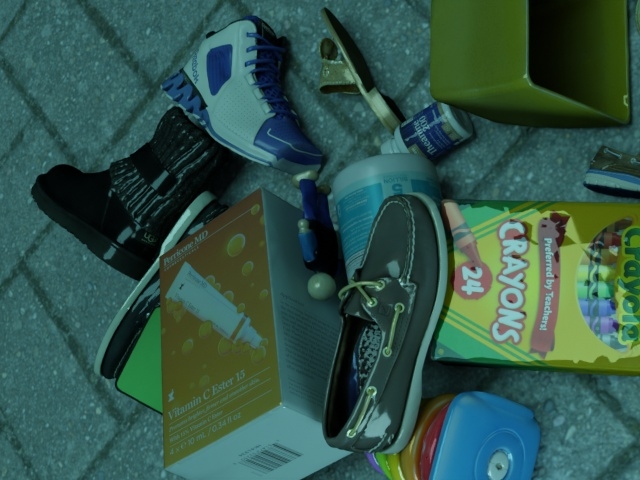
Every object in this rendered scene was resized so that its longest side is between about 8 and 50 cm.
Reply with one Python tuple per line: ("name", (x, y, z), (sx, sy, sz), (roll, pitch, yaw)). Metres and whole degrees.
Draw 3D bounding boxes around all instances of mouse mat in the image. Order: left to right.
("mouse mat", (-0.195, 0.200, 1.809), (0.190, 0.007, 0.152), (29, 100, 1))

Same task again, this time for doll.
("doll", (0.000, 0.000, 1.636), (0.046, 0.129, 0.189), (-22, 49, 20))

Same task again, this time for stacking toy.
("stacking toy", (0.120, 0.262, 1.571), (0.302, 0.175, 0.165), (5, 75, 50))

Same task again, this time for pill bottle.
("pill bottle", (0.105, 0.027, 1.621), (0.146, 0.146, 0.264), (-21, 68, 30))
("pill bottle", (0.145, -0.144, 1.683), (0.120, 0.067, 0.067), (-32, 62, 26))

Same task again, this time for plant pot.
("plant pot", (0.256, -0.251, 1.558), (0.187, 0.212, 0.212), (-13, 71, 46))

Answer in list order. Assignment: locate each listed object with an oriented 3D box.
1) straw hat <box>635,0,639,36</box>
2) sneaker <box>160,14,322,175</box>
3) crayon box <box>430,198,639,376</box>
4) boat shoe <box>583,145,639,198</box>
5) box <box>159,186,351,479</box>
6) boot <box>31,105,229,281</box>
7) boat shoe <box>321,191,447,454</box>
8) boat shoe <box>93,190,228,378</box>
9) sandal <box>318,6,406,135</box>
("straw hat", (0.449, -0.298, 1.510), (0.145, 0.061, 0.144), (-9, 74, 34))
("sneaker", (-0.106, -0.238, 1.847), (0.315, 0.127, 0.182), (39, 104, 37))
("crayon box", (0.300, 0.056, 1.464), (0.319, 0.081, 0.202), (1, 79, 16))
("boat shoe", (0.409, -0.083, 1.482), (0.183, 0.066, 0.066), (13, 85, 37))
("box", (-0.085, 0.141, 1.642), (0.215, 0.168, 0.345), (-33, 46, 29))
("boot", (-0.304, -0.110, 1.952), (0.348, 0.131, 0.260), (34, 94, 43))
("boat shoe", (0.071, 0.097, 1.471), (0.117, 0.097, 0.324), (12, 93, 54))
("boat shoe", (-0.222, 0.093, 1.859), (0.113, 0.127, 0.340), (35, 97, 6))
("sandal", (0.034, -0.232, 1.771), (0.079, 0.088, 0.240), (-38, 64, 15))
